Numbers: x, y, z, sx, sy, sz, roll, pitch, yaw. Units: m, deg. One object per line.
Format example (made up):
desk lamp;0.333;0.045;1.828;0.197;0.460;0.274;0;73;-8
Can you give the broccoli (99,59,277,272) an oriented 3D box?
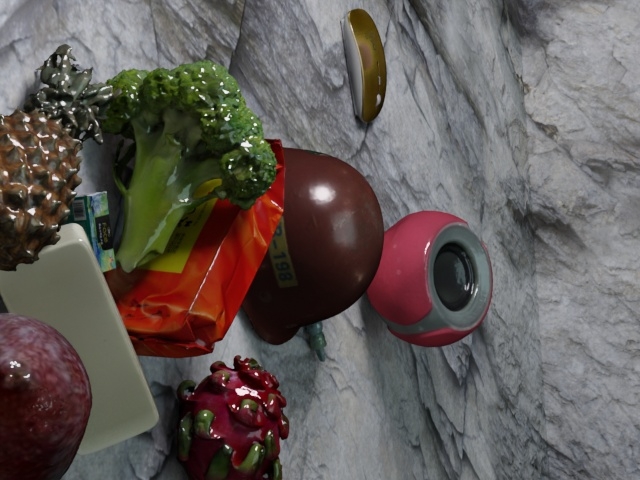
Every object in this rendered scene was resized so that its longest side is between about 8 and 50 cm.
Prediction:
broccoli;-0.190;-0.116;1.737;0.186;0.254;0.302;28;54;-88

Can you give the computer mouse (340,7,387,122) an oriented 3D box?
computer mouse;0.100;-0.379;2.541;0.126;0.056;0.245;-31;116;-59

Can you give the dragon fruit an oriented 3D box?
dragon fruit;-0.137;0.329;1.891;0.198;0.218;0.273;-23;119;-22

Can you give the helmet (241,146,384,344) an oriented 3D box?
helmet;0.000;0.000;2.134;0.337;0.230;0.385;-26;109;-61

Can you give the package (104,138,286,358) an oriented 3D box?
package;-0.193;0.013;1.790;0.123;0.195;0.424;70;30;-42

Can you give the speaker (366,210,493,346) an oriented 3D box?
speaker;0.231;0.078;2.526;0.294;0.294;0.294;9;79;-62

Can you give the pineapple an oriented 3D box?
pineapple;-0.371;-0.124;1.511;0.361;0.175;0.175;-77;150;-41

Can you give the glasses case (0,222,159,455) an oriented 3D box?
glasses case;-0.327;0.137;1.583;0.070;0.131;0.313;-128;-162;-62

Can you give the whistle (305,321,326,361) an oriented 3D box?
whistle;-0.007;0.193;2.305;0.035;0.035;0.100;-47;129;-54

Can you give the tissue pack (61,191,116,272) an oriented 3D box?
tissue pack;-0.332;-0.011;1.643;0.079;0.085;0.111;-20;104;-62

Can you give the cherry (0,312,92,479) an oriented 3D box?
cherry;-0.374;0.199;1.377;0.203;0.300;0.230;31;62;-16
